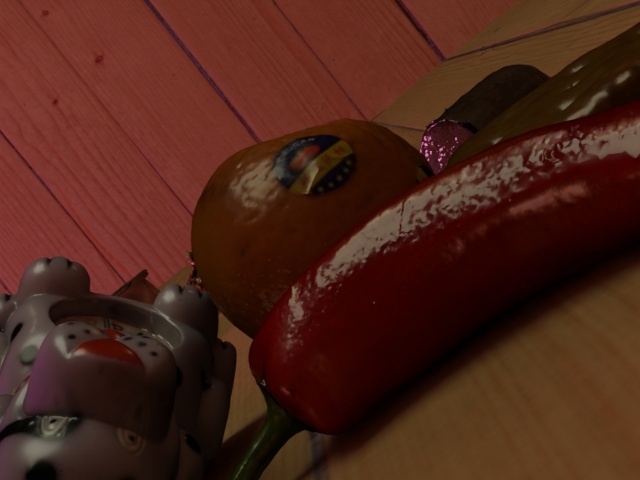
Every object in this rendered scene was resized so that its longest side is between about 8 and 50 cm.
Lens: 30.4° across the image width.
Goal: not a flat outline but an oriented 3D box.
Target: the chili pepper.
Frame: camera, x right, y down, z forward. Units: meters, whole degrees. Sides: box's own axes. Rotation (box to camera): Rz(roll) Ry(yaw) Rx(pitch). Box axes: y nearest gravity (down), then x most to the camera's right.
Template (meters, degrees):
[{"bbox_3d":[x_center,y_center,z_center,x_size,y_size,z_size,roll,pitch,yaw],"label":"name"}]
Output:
[{"bbox_3d":[0.073,0.014,0.590,0.368,0.092,0.137,-39,17,24],"label":"chili pepper"}]

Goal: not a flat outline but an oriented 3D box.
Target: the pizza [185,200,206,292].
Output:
[{"bbox_3d":[-0.138,-0.004,1.584,0.053,0.193,0.201,15,-47,-37],"label":"pizza"}]

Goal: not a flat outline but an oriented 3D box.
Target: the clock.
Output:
[{"bbox_3d":[-0.143,0.124,0.713,0.189,0.189,0.254,-38,13,3],"label":"clock"}]

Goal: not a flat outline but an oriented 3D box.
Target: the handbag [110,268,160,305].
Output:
[{"bbox_3d":[-0.244,0.133,1.406,0.205,0.116,0.179,-41,6,-15],"label":"handbag"}]

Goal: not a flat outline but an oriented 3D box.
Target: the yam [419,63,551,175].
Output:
[{"bbox_3d":[0.141,-0.090,0.962,0.084,0.084,0.127,-32,9,46],"label":"yam"}]

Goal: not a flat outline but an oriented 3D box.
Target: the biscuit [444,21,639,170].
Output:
[{"bbox_3d":[0.177,-0.080,0.746,0.220,0.066,0.220,-37,7,5],"label":"biscuit"}]

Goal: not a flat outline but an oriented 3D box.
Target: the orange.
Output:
[{"bbox_3d":[0.000,-0.003,0.793,0.178,0.155,0.177,-20,18,7],"label":"orange"}]
